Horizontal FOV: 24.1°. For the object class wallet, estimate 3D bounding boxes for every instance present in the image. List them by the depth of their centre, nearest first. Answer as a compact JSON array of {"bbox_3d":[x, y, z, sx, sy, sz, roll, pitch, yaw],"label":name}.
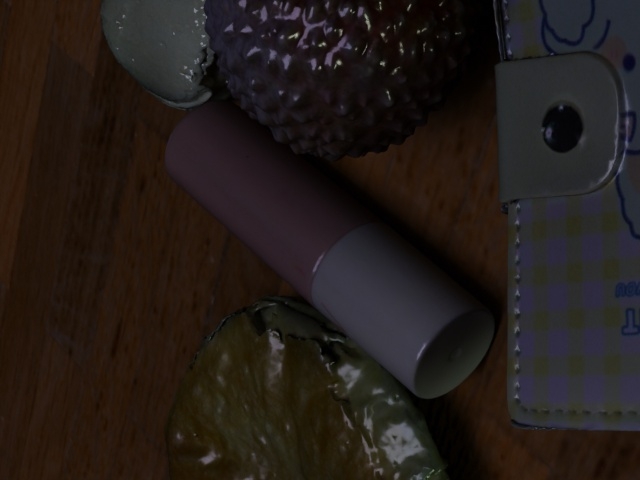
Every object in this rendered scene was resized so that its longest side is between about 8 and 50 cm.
[{"bbox_3d":[0.175,-0.062,0.735,0.223,0.077,0.309,-6,87,54],"label":"wallet"}]

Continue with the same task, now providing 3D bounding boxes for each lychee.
[{"bbox_3d":[0.014,-0.137,0.840,0.165,0.165,0.197,49,153,27],"label":"lychee"}]

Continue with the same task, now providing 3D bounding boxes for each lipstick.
[{"bbox_3d":[0.000,0.000,0.964,0.254,0.070,0.070,40,128,34],"label":"lipstick"}]

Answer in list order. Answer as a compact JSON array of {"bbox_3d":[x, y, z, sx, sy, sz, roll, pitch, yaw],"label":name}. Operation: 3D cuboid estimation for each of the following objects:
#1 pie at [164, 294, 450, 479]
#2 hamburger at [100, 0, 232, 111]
[{"bbox_3d":[-0.008,0.177,1.023,0.306,0.071,0.306,11,106,46],"label":"pie"},{"bbox_3d":[-0.098,-0.157,1.036,0.140,0.062,0.133,-45,69,42],"label":"hamburger"}]
